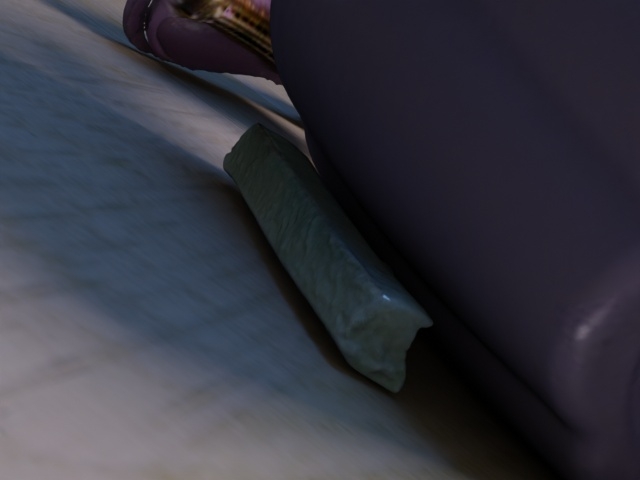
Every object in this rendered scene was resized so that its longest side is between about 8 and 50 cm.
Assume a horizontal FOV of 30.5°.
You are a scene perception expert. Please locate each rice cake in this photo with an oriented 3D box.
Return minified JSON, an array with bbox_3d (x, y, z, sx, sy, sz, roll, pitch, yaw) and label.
[{"bbox_3d":[0.000,0.000,0.448,0.042,0.030,0.180,35,10,-27],"label":"rice cake"}]

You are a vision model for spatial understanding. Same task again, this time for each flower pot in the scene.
[{"bbox_3d":[0.136,-0.037,0.448,0.265,0.265,0.243,28,22,-33],"label":"flower pot"}]

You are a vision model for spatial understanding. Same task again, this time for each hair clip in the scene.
[{"bbox_3d":[-0.006,-0.129,0.810,0.110,0.095,0.359,6,-11,25],"label":"hair clip"}]
